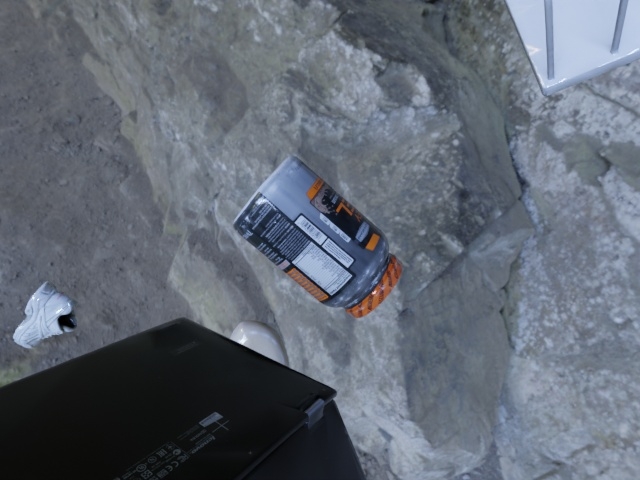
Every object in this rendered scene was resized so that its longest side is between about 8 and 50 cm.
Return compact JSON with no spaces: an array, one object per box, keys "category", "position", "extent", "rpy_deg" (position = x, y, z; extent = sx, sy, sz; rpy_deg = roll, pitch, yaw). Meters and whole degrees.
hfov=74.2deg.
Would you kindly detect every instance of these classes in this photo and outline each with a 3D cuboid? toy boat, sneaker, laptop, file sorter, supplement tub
[{"category":"toy boat","position":[-0.280,0.415,1.479],"extent":[0.317,0.268,0.148],"rpy_deg":[-22,18,-10]},{"category":"sneaker","position":[-0.668,0.208,1.044],"extent":[0.115,0.232,0.090],"rpy_deg":[32,34,-14]},{"category":"laptop","position":[-0.144,0.293,0.373],"extent":[0.407,0.237,0.381],"rpy_deg":[16,18,31]},{"category":"file sorter","position":[0.333,-0.319,0.412],"extent":[0.173,0.277,0.193],"rpy_deg":[28,48,-58]},{"category":"supplement tub","position":[0.000,0.000,0.913],"extent":[0.338,0.207,0.207],"rpy_deg":[41,46,-8]}]
